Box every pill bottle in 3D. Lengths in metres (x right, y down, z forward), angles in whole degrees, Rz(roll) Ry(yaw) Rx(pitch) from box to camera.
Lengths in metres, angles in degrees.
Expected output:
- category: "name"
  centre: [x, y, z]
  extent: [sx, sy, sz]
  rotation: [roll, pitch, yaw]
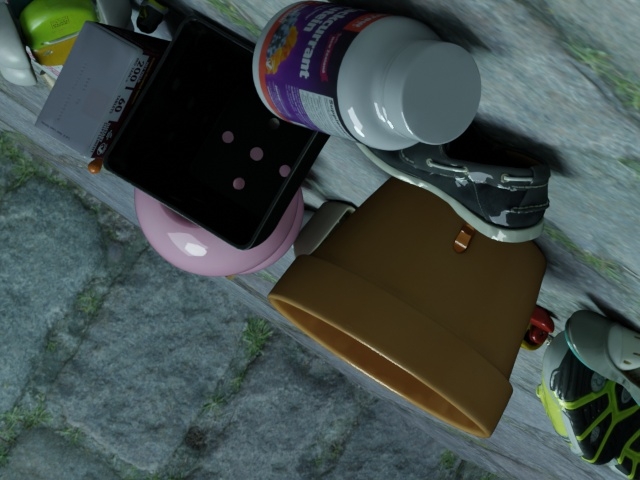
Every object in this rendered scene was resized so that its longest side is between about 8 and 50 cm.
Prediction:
- category: "pill bottle"
  centre: [0.038, -0.133, 1.295]
  extent: [0.108, 0.108, 0.193]
  rotation: [39, 169, -36]

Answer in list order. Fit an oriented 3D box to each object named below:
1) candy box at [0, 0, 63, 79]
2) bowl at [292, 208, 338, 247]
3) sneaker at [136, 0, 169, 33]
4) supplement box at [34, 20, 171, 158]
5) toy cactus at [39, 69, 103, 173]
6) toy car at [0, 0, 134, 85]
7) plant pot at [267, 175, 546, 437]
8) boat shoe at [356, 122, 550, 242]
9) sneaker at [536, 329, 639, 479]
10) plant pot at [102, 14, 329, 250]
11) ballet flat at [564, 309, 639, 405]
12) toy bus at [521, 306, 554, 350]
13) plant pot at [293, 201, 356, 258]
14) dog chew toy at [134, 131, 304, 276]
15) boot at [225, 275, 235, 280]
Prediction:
- category: "candy box"
  centre: [-0.331, -0.260, 2.042]
  extent: [0.165, 0.070, 0.196]
  rotation: [37, 170, -29]
- category: "bowl"
  centre: [0.000, 0.000, 2.367]
  extent: [0.142, 0.053, 0.142]
  rotation: [38, 169, -29]
- category: "sneaker"
  centre: [-0.190, -0.243, 1.745]
  extent: [0.031, 0.035, 0.083]
  rotation: [35, 171, -8]
- category: "supplement box"
  centre: [-0.207, -0.158, 1.750]
  extent: [0.073, 0.130, 0.239]
  rotation: [30, -170, 13]
- category: "toy cactus"
  centre: [-0.374, -0.200, 2.495]
  extent: [0.180, 0.112, 0.219]
  rotation: [48, 174, -27]
- category: "toy car"
  centre: [-0.298, -0.261, 1.769]
  extent: [0.182, 0.159, 0.136]
  rotation: [122, 127, -82]
- category: "plant pot"
  centre: [0.116, 0.059, 1.772]
  extent: [0.291, 0.203, 0.291]
  rotation: [32, 171, 6]
- category: "boat shoe"
  centre: [0.118, -0.085, 1.461]
  extent: [0.233, 0.084, 0.079]
  rotation: [35, 136, 37]
- category: "sneaker"
  centre: [0.329, 0.202, 2.014]
  extent: [0.147, 0.145, 0.384]
  rotation: [27, 168, 31]
- category: "plant pot"
  centre: [-0.091, -0.105, 1.726]
  extent: [0.188, 0.187, 0.167]
  rotation: [31, -179, 12]
- category: "ballet flat"
  centre: [0.362, 0.136, 1.837]
  extent: [0.068, 0.072, 0.213]
  rotation: [-13, 142, 38]
- category: "toy bus"
  centre: [0.213, 0.119, 2.092]
  extent: [0.202, 0.104, 0.191]
  rotation: [32, 172, 7]
- category: "plant pot"
  centre: [0.024, 0.008, 2.178]
  extent: [0.109, 0.109, 0.096]
  rotation: [38, -178, -30]
- category: "dog chew toy"
  centre: [-0.115, -0.045, 2.079]
  extent: [0.207, 0.206, 0.332]
  rotation: [31, 179, 13]
- category: "boot"
  centre: [-0.210, -0.042, 2.690]
  extent: [0.220, 0.109, 0.283]
  rotation: [31, 169, 6]
